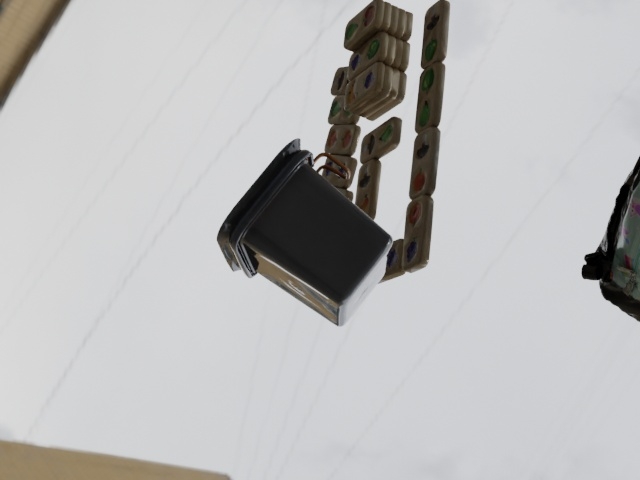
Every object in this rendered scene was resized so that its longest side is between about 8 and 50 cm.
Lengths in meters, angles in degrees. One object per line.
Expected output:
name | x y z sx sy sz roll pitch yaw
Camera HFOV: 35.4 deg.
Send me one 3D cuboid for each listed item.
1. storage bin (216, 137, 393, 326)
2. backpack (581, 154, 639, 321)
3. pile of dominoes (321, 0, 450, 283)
storage bin | 0.000 0.000 0.675 0.091 0.135 0.098 37 -100 8
backpack | 0.297 -0.029 0.776 0.115 0.182 0.152 35 -121 24
pile of dominoes | 0.034 -0.080 0.863 0.196 0.040 0.251 -27 -129 58
